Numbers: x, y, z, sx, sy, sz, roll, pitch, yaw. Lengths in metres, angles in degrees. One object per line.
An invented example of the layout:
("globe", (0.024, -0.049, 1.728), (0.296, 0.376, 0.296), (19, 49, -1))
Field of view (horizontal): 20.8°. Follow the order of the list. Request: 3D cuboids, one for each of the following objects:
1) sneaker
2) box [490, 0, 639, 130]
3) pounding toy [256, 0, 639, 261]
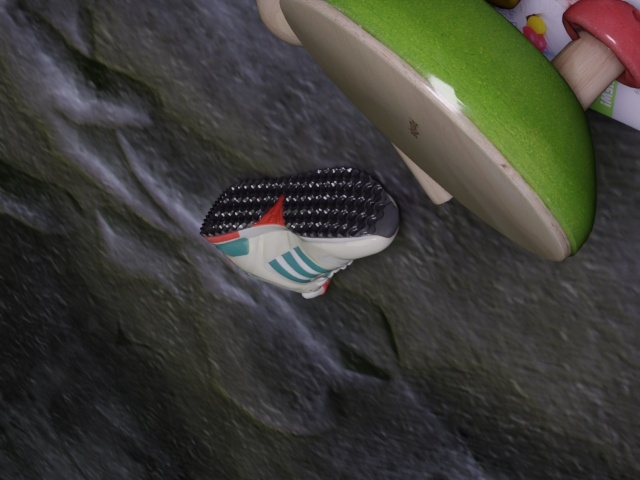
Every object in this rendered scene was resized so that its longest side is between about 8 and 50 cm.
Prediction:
("sneaker", (0.000, 0.000, 1.103), (0.161, 0.057, 0.075), (-2, 140, 44))
("box", (0.113, -0.142, 0.855), (0.186, 0.038, 0.145), (27, 141, 22))
("pounding toy", (0.076, -0.094, 0.845), (0.183, 0.110, 0.237), (45, 176, -19))
